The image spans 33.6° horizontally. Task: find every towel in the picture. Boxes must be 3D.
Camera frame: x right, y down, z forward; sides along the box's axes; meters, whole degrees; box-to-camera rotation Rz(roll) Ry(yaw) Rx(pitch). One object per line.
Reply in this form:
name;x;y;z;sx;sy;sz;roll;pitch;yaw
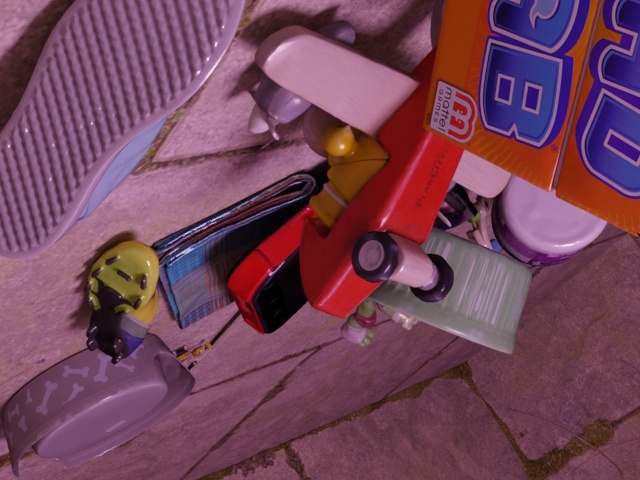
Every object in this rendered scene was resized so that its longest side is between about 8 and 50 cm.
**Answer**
towel;-0.128;0.028;1.698;0.271;0.040;0.370;-27;163;-12

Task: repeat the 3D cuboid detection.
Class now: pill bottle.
pill bottle;0.364;-0.046;1.711;0.169;0.169;0.301;-31;171;0

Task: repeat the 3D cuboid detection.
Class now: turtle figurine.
turtle figurine;0.153;0.098;2.105;0.274;0.198;0.266;-17;158;-28

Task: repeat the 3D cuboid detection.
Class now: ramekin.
ramekin;0.209;0.068;1.801;0.148;0.303;0.303;-69;159;0

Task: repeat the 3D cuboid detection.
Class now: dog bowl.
dog bowl;-0.394;0.285;1.857;0.348;0.102;0.349;-28;163;-9

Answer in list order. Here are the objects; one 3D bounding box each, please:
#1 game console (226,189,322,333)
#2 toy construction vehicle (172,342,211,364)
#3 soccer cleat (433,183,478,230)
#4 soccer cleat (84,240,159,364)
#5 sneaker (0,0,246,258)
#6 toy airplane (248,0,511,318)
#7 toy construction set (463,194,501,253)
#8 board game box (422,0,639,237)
game console;0.000;0.000;1.719;0.342;0.060;0.386;-44;169;-10
toy construction vehicle;-0.261;0.234;2.054;0.098;0.035;0.086;-23;161;-24
soccer cleat;0.195;-0.069;1.877;0.116;0.109;0.318;-31;166;11
soccer cleat;-0.276;0.069;1.526;0.121;0.093;0.289;-57;176;-37
sneaker;-0.198;-0.146;1.007;0.366;0.135;0.150;-43;-170;20
toy airplane;0.089;-0.142;1.307;0.384;0.272;0.386;-34;130;-29
toy construction set;0.384;-0.076;2.095;0.327;0.151;0.215;-44;169;-19
board game box;0.374;-0.239;1.050;0.356;0.356;0.356;-17;127;-39
